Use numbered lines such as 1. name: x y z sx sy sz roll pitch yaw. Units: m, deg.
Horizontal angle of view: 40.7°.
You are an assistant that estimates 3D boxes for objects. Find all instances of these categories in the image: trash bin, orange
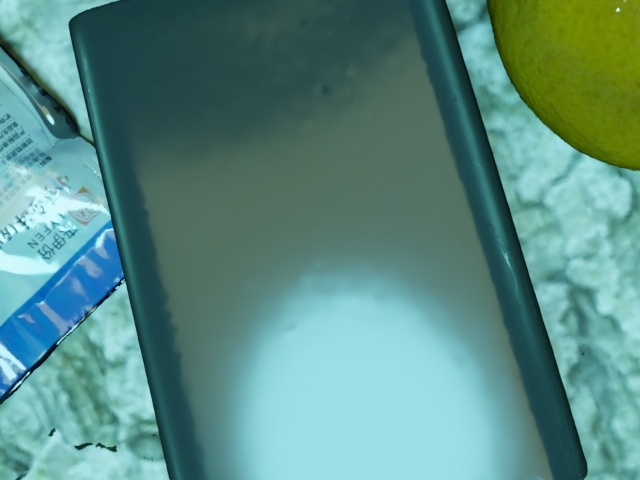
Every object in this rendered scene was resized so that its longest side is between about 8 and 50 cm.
1. trash bin: 0.000 0.000 0.376 0.165 0.115 0.225 -15 94 6
2. orange: 0.146 -0.101 0.345 0.156 0.124 0.156 -2 81 12

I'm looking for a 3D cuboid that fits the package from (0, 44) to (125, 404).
1. package: -0.189 -0.009 0.434 0.171 0.027 0.173 -43 96 7
